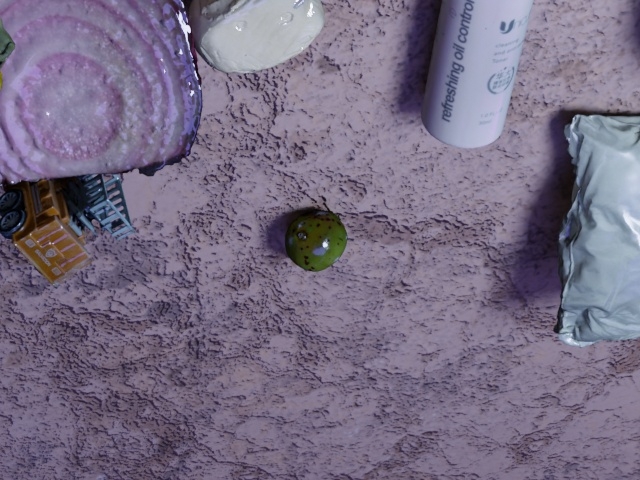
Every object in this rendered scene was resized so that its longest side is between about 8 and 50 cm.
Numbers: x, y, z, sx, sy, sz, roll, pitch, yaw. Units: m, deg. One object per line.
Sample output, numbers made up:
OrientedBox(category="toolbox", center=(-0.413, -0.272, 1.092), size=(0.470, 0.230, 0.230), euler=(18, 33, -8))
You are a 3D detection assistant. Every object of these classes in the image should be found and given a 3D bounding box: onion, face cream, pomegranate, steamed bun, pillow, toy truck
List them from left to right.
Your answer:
OrientedBox(category="toy truck", center=(-0.265, -0.054, 1.660), size=(0.115, 0.177, 0.080), euler=(-29, 134, 7))
OrientedBox(category="onion", center=(-0.235, -0.187, 1.582), size=(0.250, 0.111, 0.247), euler=(-4, 115, 11))
OrientedBox(category="steamed bun", center=(-0.065, -0.222, 1.581), size=(0.130, 0.091, 0.112), euler=(-30, 138, 15))
OrientedBox(category="pomegranate", center=(0.001, -0.003, 1.850), size=(0.084, 0.073, 0.073), euler=(-26, 151, -42))
OrientedBox(category="face cream", center=(0.165, -0.232, 1.622), size=(0.092, 0.092, 0.311), euler=(-1, 136, -11))
OrientedBox(category="pillow", center=(0.417, -0.024, 1.843), size=(0.310, 0.138, 0.283), euler=(-6, 117, -4))

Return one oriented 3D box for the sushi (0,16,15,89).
OrientedBox(category="sushi", center=(-0.393, -0.207, 1.386), size=(0.329, 0.328, 0.285), euler=(-34, 148, 3))
